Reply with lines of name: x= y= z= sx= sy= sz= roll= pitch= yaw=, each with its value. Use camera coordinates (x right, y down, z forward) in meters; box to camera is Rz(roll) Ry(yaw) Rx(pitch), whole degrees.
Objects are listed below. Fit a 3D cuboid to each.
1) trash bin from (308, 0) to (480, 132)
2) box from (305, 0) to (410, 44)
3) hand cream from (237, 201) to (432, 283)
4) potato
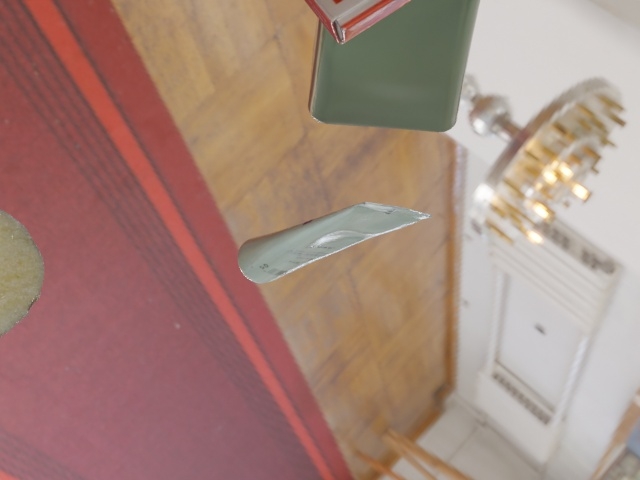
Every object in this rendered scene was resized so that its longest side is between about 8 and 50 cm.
trash bin: x=0.103 y=-0.299 z=1.516 sx=0.343 sy=0.223 sz=0.158 roll=96 pitch=-2 yaw=-68
box: x=0.013 y=-0.324 z=1.220 sx=0.123 sy=0.229 sz=0.050 roll=-33 pitch=154 yaw=-3
hand cream: x=0.000 y=0.000 z=1.473 sx=0.109 sy=0.067 sz=0.321 roll=10 pitch=162 yaw=-36
potato: x=-0.472 y=0.050 z=1.467 sx=0.202 sy=0.182 sz=0.117 roll=-41 pitch=-171 yaw=-15
